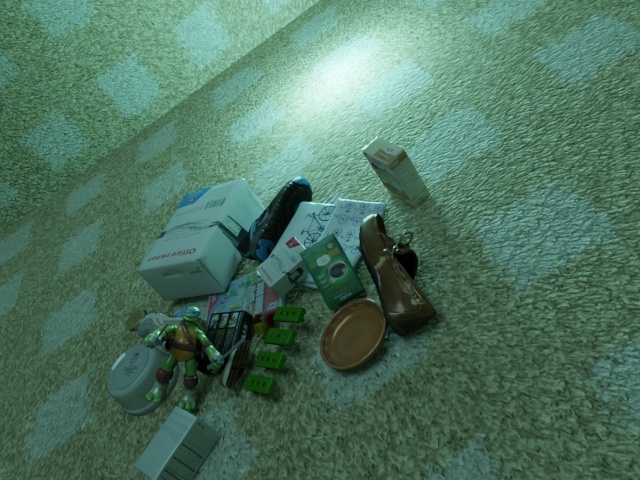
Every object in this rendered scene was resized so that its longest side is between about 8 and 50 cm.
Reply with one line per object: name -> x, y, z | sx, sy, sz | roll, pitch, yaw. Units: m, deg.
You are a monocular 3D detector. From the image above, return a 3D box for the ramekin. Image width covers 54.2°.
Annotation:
ramekin -> -0.544, 0.409, 1.884 | 0.207, 0.109, 0.207 | -24, 38, 20

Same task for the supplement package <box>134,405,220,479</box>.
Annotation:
supplement package -> -0.364, 0.536, 1.594 | 0.105, 0.105, 0.179 | 10, 57, 45

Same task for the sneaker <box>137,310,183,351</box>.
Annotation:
sneaker -> -0.492, 0.296, 1.969 | 0.262, 0.099, 0.121 | -12, 42, 33

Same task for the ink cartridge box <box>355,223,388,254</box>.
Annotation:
ink cartridge box -> 0.147, -0.008, 1.779 | 0.029, 0.063, 0.115 | 0, 50, 43

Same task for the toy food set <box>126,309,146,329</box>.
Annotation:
toy food set -> -0.644, 0.277, 2.187 | 0.083, 0.020, 0.083 | -13, 43, 32

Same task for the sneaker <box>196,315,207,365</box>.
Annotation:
sneaker -> -0.361, 0.302, 1.842 | 0.075, 0.057, 0.161 | 46, 122, 49

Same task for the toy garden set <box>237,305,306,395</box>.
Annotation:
toy garden set -> -0.141, 0.299, 1.705 | 0.203, 0.049, 0.244 | -6, 54, 50

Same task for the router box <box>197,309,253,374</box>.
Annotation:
router box -> -0.276, 0.295, 1.806 | 0.133, 0.046, 0.179 | -10, 56, 34

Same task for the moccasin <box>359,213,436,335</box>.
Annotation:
moccasin -> 0.195, 0.063, 1.598 | 0.147, 0.139, 0.380 | -28, 37, 11

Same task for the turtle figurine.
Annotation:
turtle figurine -> -0.373, 0.323, 1.679 | 0.274, 0.197, 0.266 | 22, 100, 50

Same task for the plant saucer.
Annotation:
plant saucer -> 0.087, 0.240, 1.573 | 0.200, 0.037, 0.200 | -28, 38, 25

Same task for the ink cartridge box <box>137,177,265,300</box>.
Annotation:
ink cartridge box -> -0.398, -0.002, 2.136 | 0.285, 0.166, 0.395 | -11, 39, 33

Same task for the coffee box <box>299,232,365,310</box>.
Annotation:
coffee box -> 0.032, 0.087, 1.710 | 0.113, 0.040, 0.184 | -31, 72, 4

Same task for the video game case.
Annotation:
video game case -> -0.232, 0.185, 1.930 | 0.285, 0.025, 0.204 | -24, 38, 19

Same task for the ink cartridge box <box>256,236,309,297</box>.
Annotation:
ink cartridge box -> -0.097, 0.077, 1.812 | 0.150, 0.063, 0.109 | -41, 40, -3

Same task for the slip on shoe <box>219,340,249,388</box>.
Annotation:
slip on shoe -> -0.235, 0.334, 1.698 | 0.041, 0.051, 0.135 | 1, 67, 46

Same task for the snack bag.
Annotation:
snack bag -> 0.000, 0.000, 1.891 | 0.342, 0.037, 0.323 | 8, 57, 38

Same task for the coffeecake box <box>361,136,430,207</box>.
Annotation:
coffeecake box -> 0.220, -0.199, 1.818 | 0.068, 0.185, 0.142 | -42, 36, -6

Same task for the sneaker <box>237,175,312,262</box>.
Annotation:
sneaker -> -0.154, -0.080, 2.067 | 0.139, 0.125, 0.341 | 4, 51, 48
